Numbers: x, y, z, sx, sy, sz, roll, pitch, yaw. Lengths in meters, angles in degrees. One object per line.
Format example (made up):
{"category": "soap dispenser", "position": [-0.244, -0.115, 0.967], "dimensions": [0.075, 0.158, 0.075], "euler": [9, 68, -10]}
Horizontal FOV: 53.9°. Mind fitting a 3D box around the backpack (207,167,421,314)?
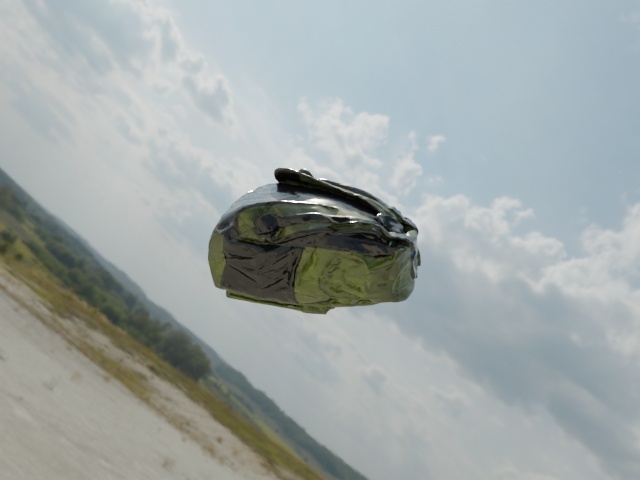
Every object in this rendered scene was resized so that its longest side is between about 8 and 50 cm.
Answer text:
{"category": "backpack", "position": [0.000, 0.000, 0.784], "dimensions": [0.254, 0.207, 0.140], "euler": [8, -64, 8]}
